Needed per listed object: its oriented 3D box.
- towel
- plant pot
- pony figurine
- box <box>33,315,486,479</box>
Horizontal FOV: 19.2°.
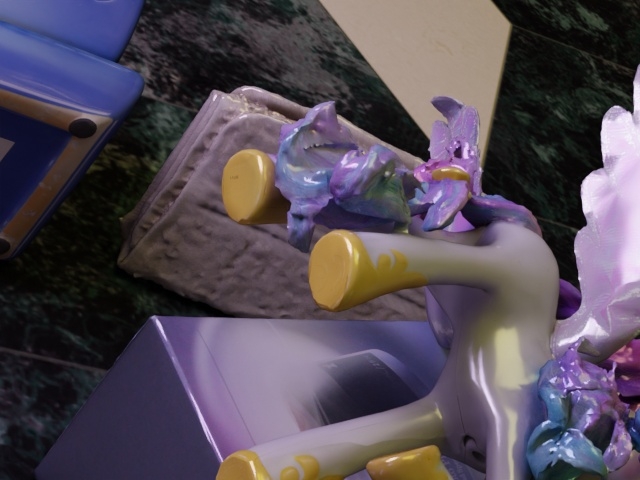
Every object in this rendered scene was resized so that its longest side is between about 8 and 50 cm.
[{"bbox_3d":[0.000,0.000,1.456,0.282,0.187,0.049,26,31,-21],"label":"towel"},{"bbox_3d":[-0.261,-0.132,1.328,0.236,0.236,0.212,18,44,-29],"label":"plant pot"},{"bbox_3d":[0.111,0.039,1.159,0.363,0.303,0.351,12,72,-40],"label":"pony figurine"},{"bbox_3d":[0.019,0.213,1.226,0.294,0.182,0.296,2,47,-41],"label":"box"}]
